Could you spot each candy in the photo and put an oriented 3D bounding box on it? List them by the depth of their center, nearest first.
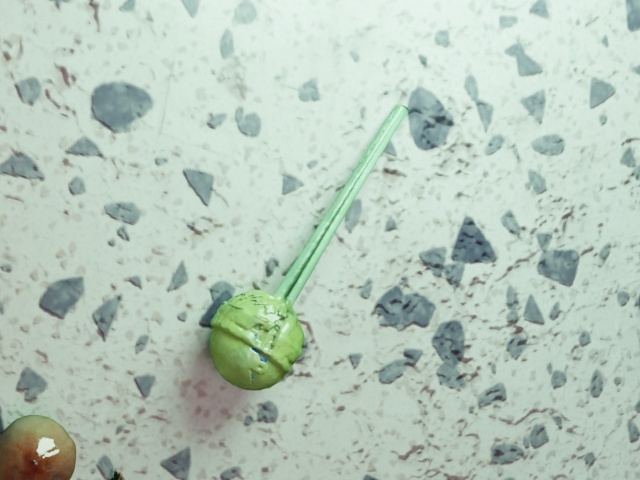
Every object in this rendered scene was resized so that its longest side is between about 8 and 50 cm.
[{"bbox_3d":[0.000,0.000,1.546,0.093,0.092,0.335,31,76,9],"label":"candy"}]

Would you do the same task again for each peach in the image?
[{"bbox_3d":[-0.266,0.204,1.447,0.083,0.083,0.083,-5,103,-25],"label":"peach"}]

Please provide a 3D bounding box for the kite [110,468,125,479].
[{"bbox_3d":[-0.186,0.389,1.556,0.234,0.016,0.321,-32,112,-18],"label":"kite"}]
